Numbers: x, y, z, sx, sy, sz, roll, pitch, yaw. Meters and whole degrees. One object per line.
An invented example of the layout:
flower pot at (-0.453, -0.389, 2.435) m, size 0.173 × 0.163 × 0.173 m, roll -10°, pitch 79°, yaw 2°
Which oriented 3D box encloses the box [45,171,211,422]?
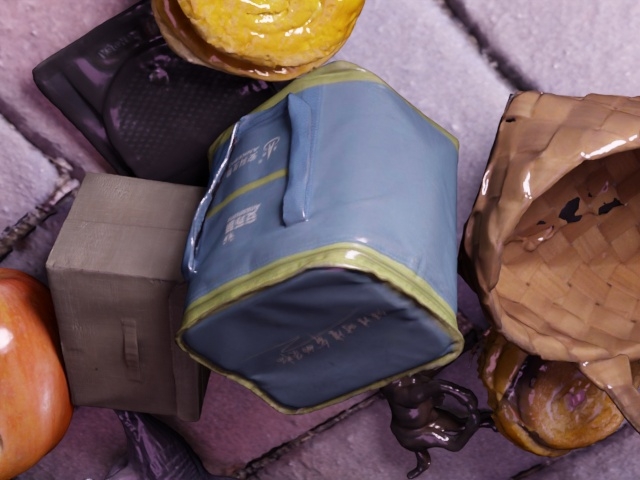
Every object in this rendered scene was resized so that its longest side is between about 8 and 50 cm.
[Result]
box at (-0.193, 0.067, 1.169) m, size 0.149 × 0.155 × 0.231 m, roll 7°, pitch 135°, yaw 3°

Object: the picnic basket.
picnic basket at (0.313, 0.031, 0.973) m, size 0.337 × 0.337 × 0.293 m, roll 12°, pitch 125°, yaw -2°

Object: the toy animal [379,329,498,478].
toy animal at (0.127, 0.188, 1.293) m, size 0.148 × 0.084 × 0.232 m, roll -3°, pitch 125°, yaw 23°

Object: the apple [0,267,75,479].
apple at (-0.379, 0.159, 1.206) m, size 0.242 × 0.242 × 0.241 m, roll -9°, pitch 99°, yaw 12°

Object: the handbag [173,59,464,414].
handbag at (0.000, 0.000, 1.018) m, size 0.263 × 0.241 × 0.222 m, roll -27°, pitch 132°, yaw 33°

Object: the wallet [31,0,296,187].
wallet at (-0.113, -0.112, 1.131) m, size 0.247 × 0.041 × 0.323 m, roll -26°, pitch 123°, yaw 23°

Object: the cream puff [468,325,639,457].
cream puff at (0.256, 0.149, 1.205) m, size 0.189 × 0.129 × 0.189 m, roll -5°, pitch 107°, yaw -18°

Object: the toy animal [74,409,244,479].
toy animal at (-0.227, 0.286, 1.383) m, size 0.206 × 0.081 × 0.367 m, roll -38°, pitch 110°, yaw 17°

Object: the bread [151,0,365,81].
bread at (-0.046, -0.256, 0.964) m, size 0.198 × 0.120 × 0.236 m, roll 8°, pitch 117°, yaw -17°
